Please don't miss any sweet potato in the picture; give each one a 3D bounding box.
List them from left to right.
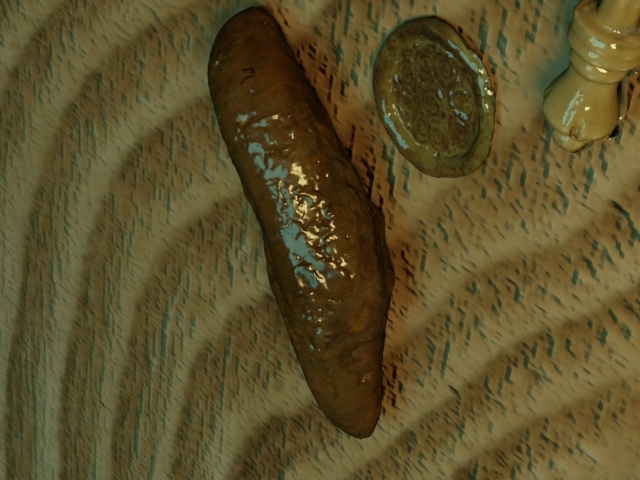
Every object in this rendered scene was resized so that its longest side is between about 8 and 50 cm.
[{"bbox_3d":[0.000,-0.001,1.019,0.114,0.092,0.341,-155,46,-72],"label":"sweet potato"}]

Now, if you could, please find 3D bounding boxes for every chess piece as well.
[{"bbox_3d":[0.164,-0.118,0.782,0.060,0.060,0.172,42,140,26],"label":"chess piece"}]

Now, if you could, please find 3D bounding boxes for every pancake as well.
[{"bbox_3d":[0.076,-0.093,0.935,0.115,0.011,0.114,29,133,36],"label":"pancake"}]
